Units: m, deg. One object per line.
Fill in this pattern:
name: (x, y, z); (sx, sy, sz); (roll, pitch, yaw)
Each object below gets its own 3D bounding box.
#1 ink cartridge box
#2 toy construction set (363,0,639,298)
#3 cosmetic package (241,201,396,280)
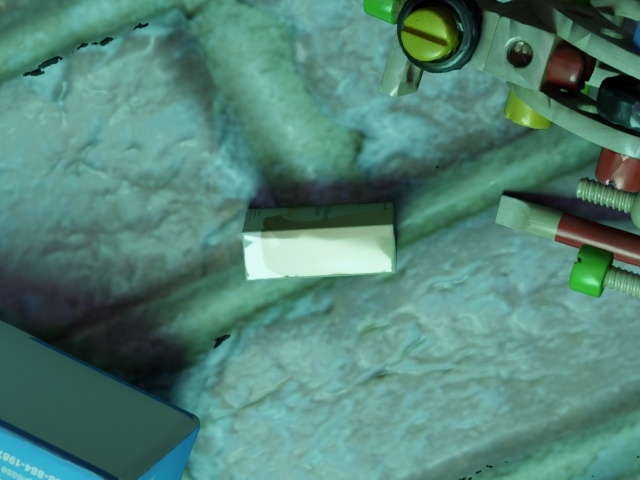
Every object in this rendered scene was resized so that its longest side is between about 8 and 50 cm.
ink cartridge box: (-0.302, 0.267, 1.520); (0.285, 0.166, 0.394); (24, 110, 10)
toy construction set: (0.156, -0.113, 1.401); (0.237, 0.257, 0.308); (17, 134, 15)
cosmetic package: (0.000, 0.000, 1.499); (0.115, 0.060, 0.041); (-4, 109, 2)
